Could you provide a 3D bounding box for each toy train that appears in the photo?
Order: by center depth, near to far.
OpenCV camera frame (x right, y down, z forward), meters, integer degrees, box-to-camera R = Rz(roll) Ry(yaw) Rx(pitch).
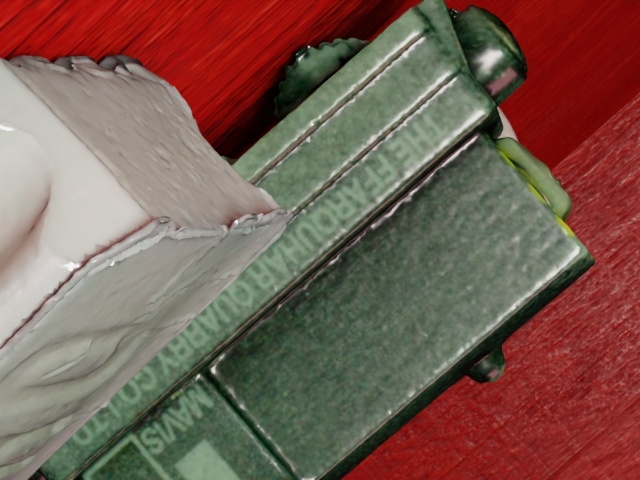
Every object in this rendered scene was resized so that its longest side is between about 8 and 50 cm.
[{"bbox_3d":[-0.011,0.034,0.874,0.330,0.178,0.138,-40,173,5],"label":"toy train"}]

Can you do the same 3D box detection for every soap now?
[{"bbox_3d":[-0.138,0.050,0.600,0.261,0.094,0.150,-43,174,16],"label":"soap"}]

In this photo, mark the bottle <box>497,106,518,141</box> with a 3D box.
[{"bbox_3d":[0.004,0.009,1.014,0.245,0.104,0.104,-44,175,-24],"label":"bottle"}]
